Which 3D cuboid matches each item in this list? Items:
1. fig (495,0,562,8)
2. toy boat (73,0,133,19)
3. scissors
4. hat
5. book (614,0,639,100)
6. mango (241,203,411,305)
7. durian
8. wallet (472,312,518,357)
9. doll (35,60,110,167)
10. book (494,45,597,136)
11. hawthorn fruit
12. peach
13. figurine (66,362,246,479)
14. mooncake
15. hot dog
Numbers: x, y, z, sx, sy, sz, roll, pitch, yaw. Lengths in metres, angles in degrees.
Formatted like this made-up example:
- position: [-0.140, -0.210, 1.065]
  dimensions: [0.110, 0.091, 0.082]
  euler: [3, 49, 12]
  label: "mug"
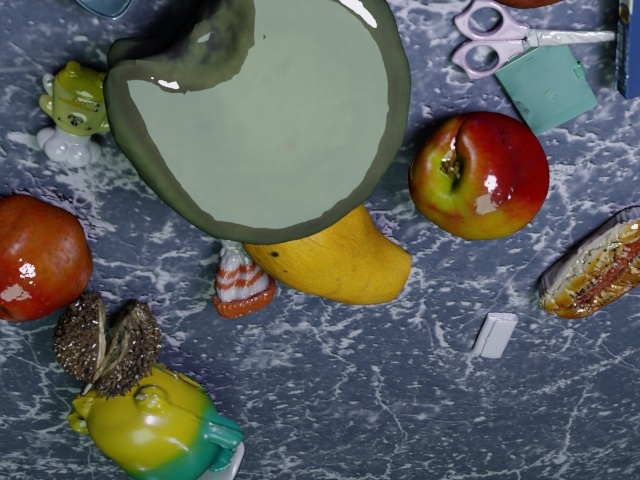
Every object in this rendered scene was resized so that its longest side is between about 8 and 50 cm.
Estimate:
- position: [0.210, -0.339, 0.755]
  dimensions: [0.205, 0.205, 0.205]
  euler: [-2, 137, -2]
  label: "fig"
- position: [-0.245, -0.352, 0.737]
  dimensions: [0.114, 0.122, 0.296]
  euler: [-23, 142, -15]
  label: "toy boat"
- position: [0.275, -0.260, 0.930]
  dimensions: [0.212, 0.021, 0.110]
  euler: [-1, 130, 6]
  label: "scissors"
- position: [-0.134, 0.038, 1.184]
  dimensions: [0.112, 0.093, 0.162]
  euler: [-22, 134, -20]
  label: "hat"
- position: [0.480, -0.374, 0.801]
  dimensions: [0.300, 0.039, 0.428]
  euler: [-18, 135, 2]
  label: "book"
- position: [-0.002, 0.003, 1.116]
  dimensions: [0.187, 0.144, 0.359]
  euler: [-26, 135, 25]
  label: "mango"
- position: [-0.373, 0.187, 1.258]
  dimensions: [0.196, 0.167, 0.196]
  euler: [-1, 101, -3]
  label: "durian"
- position: [0.340, 0.186, 1.422]
  dimensions: [0.061, 0.025, 0.122]
  euler: [7, 136, -2]
  label: "wallet"
- position: [-0.324, -0.163, 0.973]
  dimensions: [0.106, 0.062, 0.162]
  euler: [18, 134, -16]
  label: "doll"
- position: [0.312, -0.213, 0.999]
  dimensions: [0.103, 0.017, 0.135]
  euler: [-28, 129, 23]
  label: "book"
- position: [-0.447, 0.047, 1.071]
  dimensions: [0.196, 0.225, 0.197]
  euler: [6, 134, 7]
  label: "hawthorn fruit"
- position: [0.227, -0.089, 1.016]
  dimensions: [0.197, 0.197, 0.197]
  euler: [-2, 137, -2]
  label: "peach"
- position: [-0.312, 0.372, 1.425]
  dimensions: [0.323, 0.231, 0.340]
  euler: [-10, 142, 24]
  label: "figurine"
- position: [-0.065, -0.175, 0.853]
  dimensions: [0.351, 0.187, 0.351]
  euler: [-4, 117, -8]
  label: "mooncake"
- position: [0.489, 0.046, 1.248]
  dimensions: [0.144, 0.075, 0.268]
  euler: [19, 130, -19]
  label: "hot dog"
